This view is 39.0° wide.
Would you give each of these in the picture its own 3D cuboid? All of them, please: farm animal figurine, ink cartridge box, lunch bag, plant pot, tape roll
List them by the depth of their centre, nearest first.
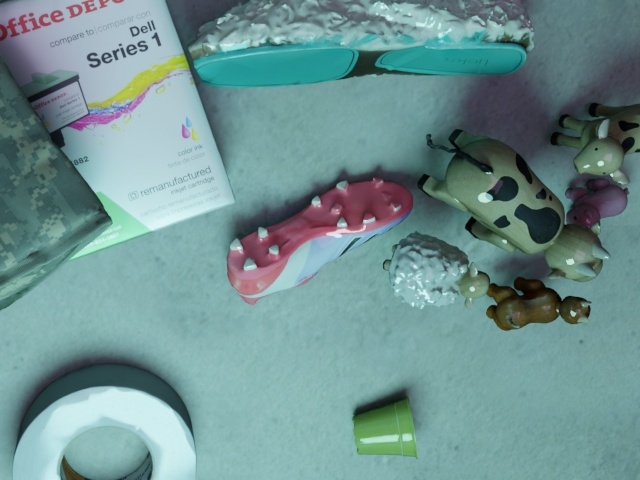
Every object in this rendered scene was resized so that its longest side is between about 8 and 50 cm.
[{"bbox_3d":[-0.362,-0.043,0.887,0.169,0.287,0.235,-35,94,-31],"label":"lunch bag"},{"bbox_3d":[-0.236,-0.146,0.989,0.201,0.117,0.278,-20,108,-7],"label":"ink cartridge box"},{"bbox_3d":[0.271,-0.039,1.075,0.327,0.172,0.330,19,96,-28],"label":"farm animal figurine"},{"bbox_3d":[-0.265,0.267,1.119,0.219,0.072,0.219,-3,105,-12],"label":"tape roll"},{"bbox_3d":[0.084,0.253,1.199,0.079,0.083,0.083,-9,107,3],"label":"plant pot"}]

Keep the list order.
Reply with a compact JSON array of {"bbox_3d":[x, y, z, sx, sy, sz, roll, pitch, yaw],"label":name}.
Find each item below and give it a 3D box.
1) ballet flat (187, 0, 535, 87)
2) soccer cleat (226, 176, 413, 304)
[{"bbox_3d":[0.046,-0.251,1.039,0.409,0.147,0.146,-4,106,-15],"label":"ballet flat"},{"bbox_3d":[0.000,0.000,1.115,0.248,0.083,0.095,-25,146,-14],"label":"soccer cleat"}]
